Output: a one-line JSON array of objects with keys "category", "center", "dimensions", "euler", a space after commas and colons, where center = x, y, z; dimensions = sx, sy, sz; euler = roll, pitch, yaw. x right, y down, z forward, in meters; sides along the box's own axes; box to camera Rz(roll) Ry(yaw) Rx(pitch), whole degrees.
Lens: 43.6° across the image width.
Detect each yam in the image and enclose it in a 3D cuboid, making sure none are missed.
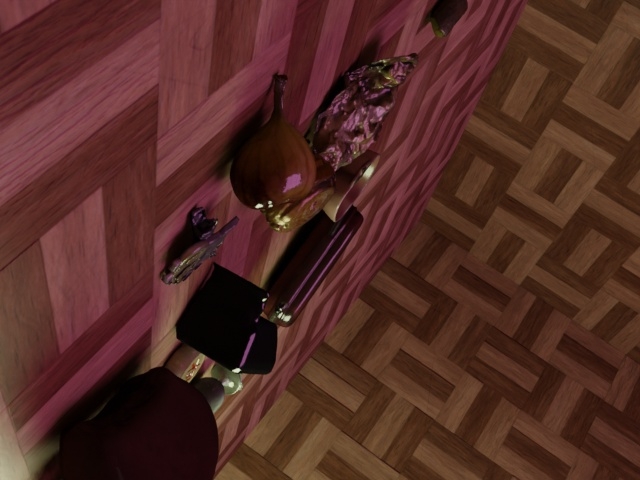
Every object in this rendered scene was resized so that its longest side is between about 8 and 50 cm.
[{"category": "yam", "center": [0.324, -0.580, 2.046], "dimensions": [0.146, 0.069, 0.070], "euler": [-52, 168, -18]}]

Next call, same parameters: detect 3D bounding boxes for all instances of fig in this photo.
[{"category": "fig", "center": [-0.065, -0.157, 1.396], "dimensions": [0.160, 0.143, 0.231], "euler": [-7, 135, -52]}]

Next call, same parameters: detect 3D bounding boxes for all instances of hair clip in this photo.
[{"category": "hair clip", "center": [-0.224, 0.014, 1.457], "dimensions": [0.146, 0.056, 0.187], "euler": [-38, 163, -38]}]

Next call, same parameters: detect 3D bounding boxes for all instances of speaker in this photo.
[{"category": "speaker", "center": [-0.183, 0.190, 1.832], "dimensions": [0.184, 0.180, 0.388], "euler": [-60, 169, -6]}]

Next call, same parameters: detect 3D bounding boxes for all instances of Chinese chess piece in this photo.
[{"category": "Chinese chess piece", "center": [-0.318, 0.291, 1.854], "dimensions": [0.122, 0.051, 0.122], "euler": [-53, 168, -16]}]

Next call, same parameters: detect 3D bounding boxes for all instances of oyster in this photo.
[{"category": "oyster", "center": [0.083, -0.273, 1.771], "dimensions": [0.351, 0.114, 0.238], "euler": [-52, 168, -18]}]

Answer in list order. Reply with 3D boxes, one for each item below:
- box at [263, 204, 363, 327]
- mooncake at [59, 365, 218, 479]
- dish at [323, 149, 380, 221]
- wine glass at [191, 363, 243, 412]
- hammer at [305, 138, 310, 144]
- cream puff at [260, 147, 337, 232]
[{"category": "box", "center": [-0.023, 0.065, 2.258], "dimensions": [0.404, 0.108, 0.263], "euler": [-55, 178, -2]}, {"category": "mooncake", "center": [-0.356, 0.413, 1.550], "dimensions": [0.334, 0.174, 0.326], "euler": [44, 45, -39]}, {"category": "dish", "center": [0.060, -0.157, 2.075], "dimensions": [0.213, 0.090, 0.213], "euler": [-53, 171, -12]}, {"category": "wine glass", "center": [-0.302, 0.414, 2.140], "dimensions": [0.103, 0.103, 0.222], "euler": [-61, 168, 26]}, {"category": "hammer", "center": [-0.056, -0.170, 1.747], "dimensions": [0.029, 0.014, 0.123], "euler": [-17, 143, -59]}, {"category": "cream puff", "center": [-0.051, -0.112, 1.628], "dimensions": [0.189, 0.129, 0.189], "euler": [-43, 172, -7]}]
